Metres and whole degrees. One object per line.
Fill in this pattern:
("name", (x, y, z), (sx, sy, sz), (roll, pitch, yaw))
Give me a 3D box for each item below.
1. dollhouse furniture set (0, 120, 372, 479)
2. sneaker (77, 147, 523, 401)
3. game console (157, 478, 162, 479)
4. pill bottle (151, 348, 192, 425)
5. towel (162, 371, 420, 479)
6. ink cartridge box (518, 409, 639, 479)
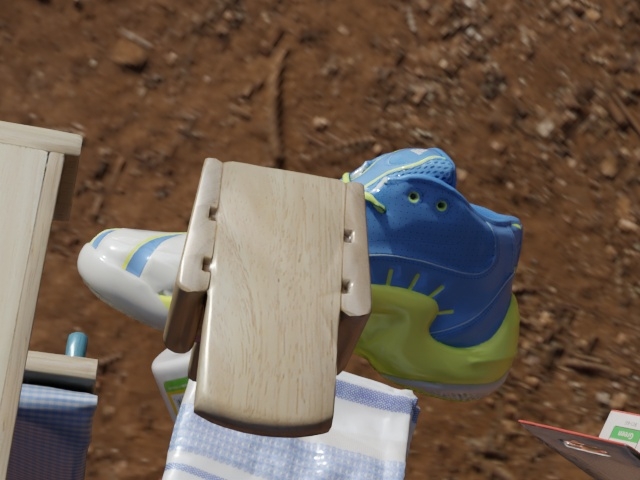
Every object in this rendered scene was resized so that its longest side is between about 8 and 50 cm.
("dollhouse furniture set", (-0.152, 0.118, 0.724), (0.286, 0.303, 0.198), (10, 52, -8))
("sneaker", (0.000, 0.000, 0.847), (0.091, 0.240, 0.126), (31, 106, 66))
("game console", (-0.236, 0.496, 1.900), (0.342, 0.060, 0.386), (-18, 75, -9))
("pill bottle", (-0.064, 0.208, 1.649), (0.136, 0.136, 0.246), (-19, 98, 21))
("towel", (-0.029, 0.210, 1.368), (0.209, 0.034, 0.285), (17, 45, -5))
("ink cartridge box", (0.134, 0.086, 0.601), (0.063, 0.115, 0.029), (5, 63, 59))
